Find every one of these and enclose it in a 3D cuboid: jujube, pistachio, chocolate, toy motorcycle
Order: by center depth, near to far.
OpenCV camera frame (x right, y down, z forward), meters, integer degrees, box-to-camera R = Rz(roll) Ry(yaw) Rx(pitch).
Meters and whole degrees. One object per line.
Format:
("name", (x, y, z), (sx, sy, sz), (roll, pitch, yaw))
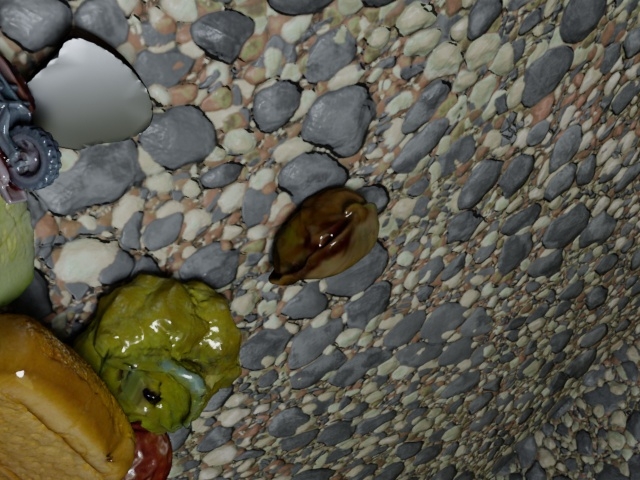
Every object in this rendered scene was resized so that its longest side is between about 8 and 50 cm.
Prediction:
("toy motorcycle", (-0.352, -0.129, 0.675), (0.118, 0.212, 0.084), (-36, 179, 20))
("chocolate", (-0.274, -0.175, 0.749), (0.149, 0.080, 0.125), (-15, 124, -14))
("pistachio", (0.000, 0.000, 1.067), (0.210, 0.130, 0.165), (-39, 178, -2))
("jujube", (-0.361, 0.378, 1.083), (0.243, 0.183, 0.183), (-19, 135, -38))

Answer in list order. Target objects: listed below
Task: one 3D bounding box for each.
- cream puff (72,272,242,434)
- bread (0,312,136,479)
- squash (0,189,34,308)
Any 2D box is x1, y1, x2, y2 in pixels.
("cream puff", (-0.237, 0.190, 1.010), (0.282, 0.185, 0.281), (-22, 136, -22))
("bread", (-0.429, 0.224, 0.867), (0.328, 0.148, 0.337), (-17, 135, 7))
("squash", (-0.455, -0.003, 0.767), (0.155, 0.204, 0.236), (11, 125, 5))
